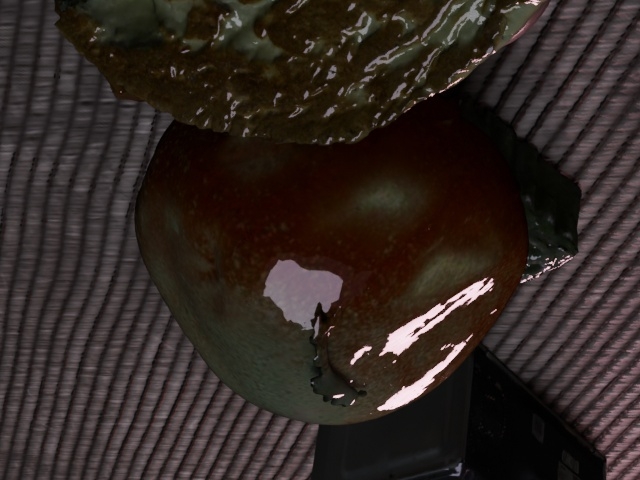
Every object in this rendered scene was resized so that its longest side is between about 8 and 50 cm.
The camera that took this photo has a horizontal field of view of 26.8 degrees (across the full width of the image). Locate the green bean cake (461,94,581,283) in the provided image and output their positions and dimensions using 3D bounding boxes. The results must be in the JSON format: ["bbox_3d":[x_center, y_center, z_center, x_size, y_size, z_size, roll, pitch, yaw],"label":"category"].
[{"bbox_3d":[0.125,-0.023,1.223,0.173,0.094,0.181,-25,130,37],"label":"green bean cake"}]

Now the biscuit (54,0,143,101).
[{"bbox_3d":[-0.169,-0.259,0.971,0.268,0.115,0.366,-28,130,37],"label":"biscuit"}]

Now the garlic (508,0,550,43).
[{"bbox_3d":[0.071,-0.229,0.920,0.214,0.160,0.191,26,133,-25],"label":"garlic"}]

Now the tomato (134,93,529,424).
[{"bbox_3d":[0.000,0.000,1.030,0.303,0.239,0.303,34,153,20],"label":"tomato"}]

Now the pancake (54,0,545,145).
[{"bbox_3d":[-0.025,-0.164,0.882,0.377,0.054,0.197,6,109,23],"label":"pancake"}]

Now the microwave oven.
[{"bbox_3d":[0.163,0.280,1.529,0.238,0.181,0.295,-21,133,34],"label":"microwave oven"}]
